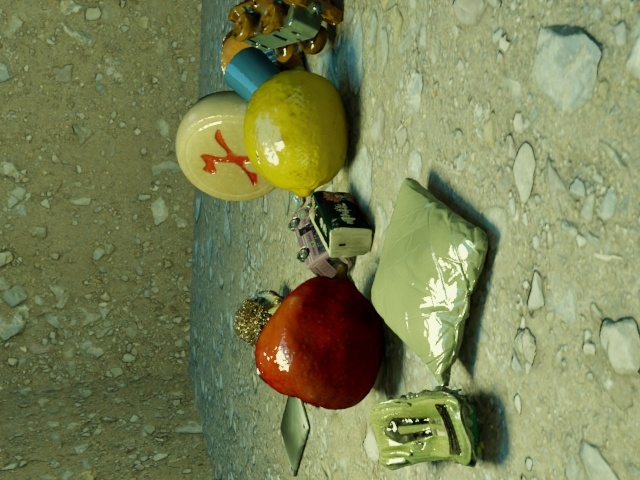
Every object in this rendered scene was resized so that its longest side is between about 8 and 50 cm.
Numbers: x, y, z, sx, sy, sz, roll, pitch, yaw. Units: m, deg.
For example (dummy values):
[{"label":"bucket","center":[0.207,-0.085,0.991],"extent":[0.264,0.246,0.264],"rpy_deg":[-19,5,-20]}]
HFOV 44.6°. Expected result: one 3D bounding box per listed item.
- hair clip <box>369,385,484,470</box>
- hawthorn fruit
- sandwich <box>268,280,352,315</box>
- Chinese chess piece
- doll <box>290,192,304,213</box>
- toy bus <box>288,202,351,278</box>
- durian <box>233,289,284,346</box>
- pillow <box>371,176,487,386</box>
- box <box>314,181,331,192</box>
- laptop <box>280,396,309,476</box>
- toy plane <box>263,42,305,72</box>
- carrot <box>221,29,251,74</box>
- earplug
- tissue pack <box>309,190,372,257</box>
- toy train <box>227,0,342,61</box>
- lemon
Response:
[{"label":"hair clip","center":[0.194,0.324,1.360],"extent":[0.321,0.091,0.138],"rpy_deg":[-32,69,62]},{"label":"hawthorn fruit","center":[0.015,0.199,1.647],"extent":[0.265,0.265,0.307],"rpy_deg":[167,120,-72]},{"label":"sandwich","center":[-0.023,0.187,1.854],"extent":[0.108,0.186,0.220],"rpy_deg":[-112,28,-43]},{"label":"Chinese chess piece","center":[-0.246,-0.270,2.245],"extent":[0.140,0.338,0.338],"rpy_deg":[-87,9,-48]},{"label":"doll","center":[-0.062,-0.121,2.171],"extent":[0.057,0.039,0.114],"rpy_deg":[30,122,18]},{"label":"toy bus","center":[0.000,0.000,1.860],"extent":[0.108,0.096,0.199],"rpy_deg":[-34,41,15]},{"label":"durian","center":[-0.170,0.248,2.322],"extent":[0.167,0.196,0.196],"rpy_deg":[32,125,47]},{"label":"pillow","center":[0.188,0.063,1.363],"extent":[0.274,0.076,0.281],"rpy_deg":[-134,49,-56]},{"label":"box","center":[-0.001,-0.213,1.992],"extent":[0.090,0.024,0.167],"rpy_deg":[148,118,-70]},{"label":"laptop","center":[-0.080,0.563,2.349],"extent":[0.188,0.015,0.269],"rpy_deg":[-111,25,-44]},{"label":"toy plane","center":[-0.156,-0.508,2.231],"extent":[0.316,0.103,0.204],"rpy_deg":[-13,78,51]},{"label":"carrot","center":[-0.217,-0.578,2.433],"extent":[0.254,0.196,0.196],"rpy_deg":[-105,19,-66]},{"label":"earplug","center":[-0.121,-0.382,2.071],"extent":[0.273,0.132,0.132],"rpy_deg":[46,144,20]},{"label":"tissue pack","center":[0.043,-0.039,1.748],"extent":[0.170,0.103,0.090],"rpy_deg":[-116,30,-52]},{"label":"toy train","center":[-0.093,-0.580,1.930],"extent":[0.369,0.163,0.232],"rpy_deg":[9,84,58]},{"label":"lemon","center":[-0.055,-0.249,1.797],"extent":[0.260,0.260,0.284],"rpy_deg":[-128,44,-61]}]
